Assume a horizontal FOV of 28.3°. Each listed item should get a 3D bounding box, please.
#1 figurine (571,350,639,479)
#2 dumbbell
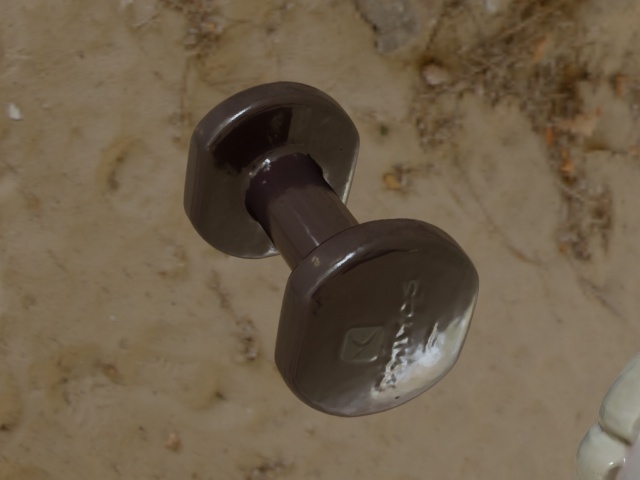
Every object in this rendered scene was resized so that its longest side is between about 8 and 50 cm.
[{"bbox_3d":[0.185,0.092,0.402,0.144,0.257,0.182,-26,128,-30],"label":"figurine"},{"bbox_3d":[0.000,0.000,0.840,0.124,0.225,0.140,-6,125,-24],"label":"dumbbell"}]
